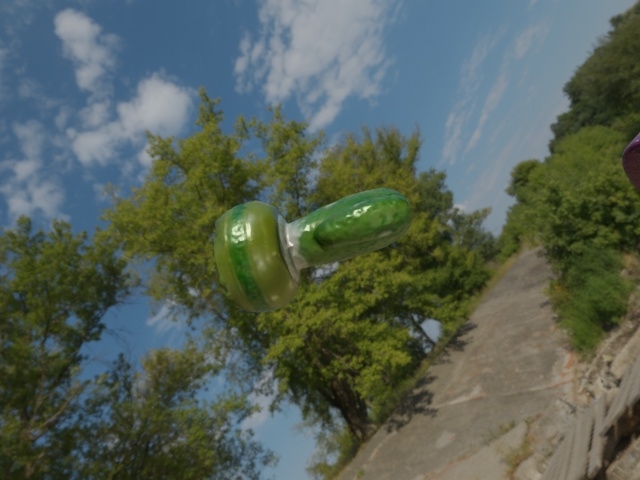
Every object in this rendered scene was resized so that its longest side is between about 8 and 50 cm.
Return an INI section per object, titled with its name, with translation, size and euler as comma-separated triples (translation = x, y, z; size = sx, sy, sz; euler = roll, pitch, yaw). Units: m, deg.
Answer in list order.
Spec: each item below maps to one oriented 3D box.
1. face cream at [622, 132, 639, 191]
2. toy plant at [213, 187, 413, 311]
[face cream]
translation = 0.594, -0.153, 0.705
size = 0.195, 0.175, 0.175
euler = -45, -22, -3
[toy plant]
translation = 0.000, 0.000, 0.779
size = 0.315, 0.185, 0.224
euler = -15, -6, 6
